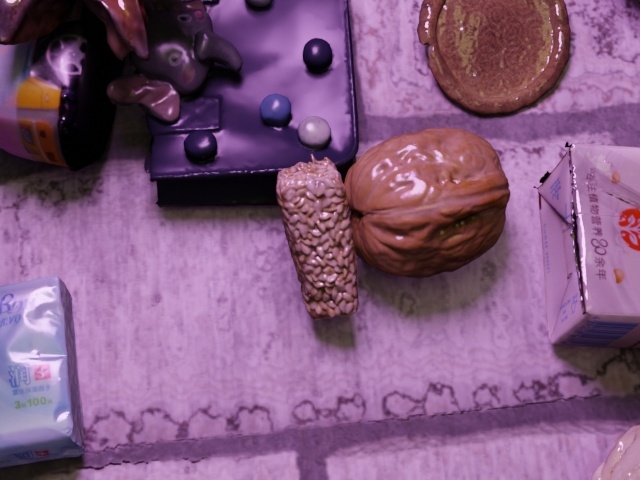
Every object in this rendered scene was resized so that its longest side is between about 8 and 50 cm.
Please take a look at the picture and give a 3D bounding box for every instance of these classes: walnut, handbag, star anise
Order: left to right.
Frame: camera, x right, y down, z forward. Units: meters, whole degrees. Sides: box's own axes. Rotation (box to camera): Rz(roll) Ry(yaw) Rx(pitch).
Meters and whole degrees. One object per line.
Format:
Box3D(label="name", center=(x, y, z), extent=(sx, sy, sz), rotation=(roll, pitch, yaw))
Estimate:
Box3D(label="star anise", center=(-0.230, -0.321, 0.996), extent=(0.315, 0.108, 0.315), rotation=(1, 82, -5))
Box3D(label="handbag", center=(-0.098, -0.204, 1.143), extent=(0.269, 0.118, 0.326), rotation=(-3, 70, -5))
Box3D(label="walnut", center=(0.118, -0.041, 1.086), extent=(0.184, 0.155, 0.155), rotation=(-16, 73, -19))

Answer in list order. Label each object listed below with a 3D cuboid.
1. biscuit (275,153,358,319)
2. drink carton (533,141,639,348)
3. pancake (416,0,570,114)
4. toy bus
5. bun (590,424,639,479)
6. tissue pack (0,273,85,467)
Box3D(label="biscuit", center=(0.000, 0.000, 1.056), extent=(0.070, 0.082, 0.168), rotation=(-11, 116, 1))
Box3D(label="drink carton", center=(0.404, 0.014, 1.100), extent=(0.324, 0.132, 0.194), rotation=(3, 71, -6))
Box3D(label="pancake", center=(0.207, -0.246, 1.209), extent=(0.199, 0.021, 0.199), rotation=(1, 84, -11))
Box3D(label="toy bus", center=(-0.301, -0.271, 1.124), extent=(0.162, 0.171, 0.386), rotation=(6, 73, 3))
Box3D(label="bun", center=(0.357, 0.267, 1.010), extent=(0.220, 0.134, 0.220), rotation=(-1, 100, -6))
Box3D(label="tissue pack", center=(-0.376, 0.143, 1.014), extent=(0.263, 0.089, 0.177), rotation=(-8, 71, -8))
